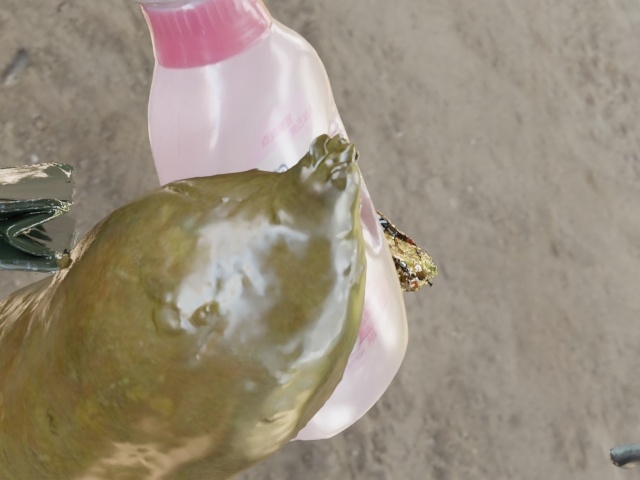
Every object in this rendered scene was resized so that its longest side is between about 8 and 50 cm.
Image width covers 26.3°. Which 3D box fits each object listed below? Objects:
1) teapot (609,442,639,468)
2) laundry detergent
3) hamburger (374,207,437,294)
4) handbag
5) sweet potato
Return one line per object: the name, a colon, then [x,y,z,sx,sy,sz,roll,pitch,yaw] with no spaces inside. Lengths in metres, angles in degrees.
teapot: [0.330,0.316,1.054,0.223,0.285,0.305,44,35,-29]
laundry detergent: [-0.033,-0.042,0.821,0.159,0.087,0.335,-52,135,-42]
hamburger: [0.000,0.000,1.303,0.231,0.107,0.231,38,7,-5]
handbag: [-0.383,-0.027,1.420,0.247,0.260,0.079,-127,-141,-76]
sweet potato: [-0.081,0.063,0.671,0.157,0.369,0.158,13,66,-30]
